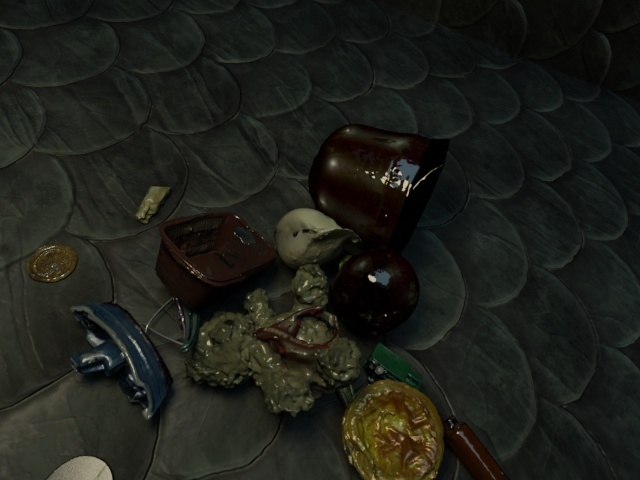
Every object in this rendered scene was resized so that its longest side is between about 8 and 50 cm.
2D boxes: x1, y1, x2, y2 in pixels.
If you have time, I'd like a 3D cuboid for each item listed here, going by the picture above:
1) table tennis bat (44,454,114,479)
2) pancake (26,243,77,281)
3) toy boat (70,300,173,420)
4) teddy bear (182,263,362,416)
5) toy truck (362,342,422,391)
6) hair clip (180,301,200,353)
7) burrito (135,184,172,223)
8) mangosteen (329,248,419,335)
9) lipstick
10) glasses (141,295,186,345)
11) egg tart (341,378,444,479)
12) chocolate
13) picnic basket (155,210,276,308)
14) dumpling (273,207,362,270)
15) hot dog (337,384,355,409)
[{"bbox_3d":[-0.483,0.512,0.834,0.130,0.019,0.221,27,52,4],"label":"table tennis bat"},{"bbox_3d":[-0.659,0.054,1.104,0.114,0.011,0.115,8,53,-11],"label":"pancake"},{"bbox_3d":[-0.441,0.251,0.958,0.309,0.129,0.142,46,46,15],"label":"toy boat"},{"bbox_3d":[-0.125,0.235,1.019,0.366,0.225,0.358,-3,38,-16],"label":"teddy bear"},{"bbox_3d":[0.180,0.337,1.121,0.147,0.065,0.079,35,51,11],"label":"toy truck"},{"bbox_3d":[-0.292,0.188,1.015,0.039,0.070,0.229,-25,28,-4],"label":"hair clip"},{"bbox_3d":[-0.466,-0.111,1.252,0.041,0.055,0.149,2,51,23],"label":"burrito"},{"bbox_3d":[0.120,0.109,1.177,0.231,0.232,0.289,-14,41,-24],"label":"mangosteen"},{"bbox_3d":[0.426,0.588,1.013,0.077,0.077,0.419,-26,66,-29],"label":"lipstick"},{"bbox_3d":[-0.373,0.199,1.052,0.103,0.063,0.140,-10,52,-20],"label":"glasses"},{"bbox_3d":[0.158,0.438,1.012,0.240,0.106,0.241,5,61,-8],"label":"egg tart"},{"bbox_3d":[0.135,-0.172,1.278,0.331,0.384,0.384,25,53,2],"label":"chocolate"},{"bbox_3d":[-0.265,0.047,1.092,0.222,0.129,0.296,42,25,12],"label":"picnic basket"},{"bbox_3d":[-0.001,0.005,1.184,0.226,0.176,0.243,6,21,-28],"label":"dumpling"},{"bbox_3d":[0.059,0.358,1.093,0.044,0.028,0.137,-27,62,-2],"label":"hot dog"}]
